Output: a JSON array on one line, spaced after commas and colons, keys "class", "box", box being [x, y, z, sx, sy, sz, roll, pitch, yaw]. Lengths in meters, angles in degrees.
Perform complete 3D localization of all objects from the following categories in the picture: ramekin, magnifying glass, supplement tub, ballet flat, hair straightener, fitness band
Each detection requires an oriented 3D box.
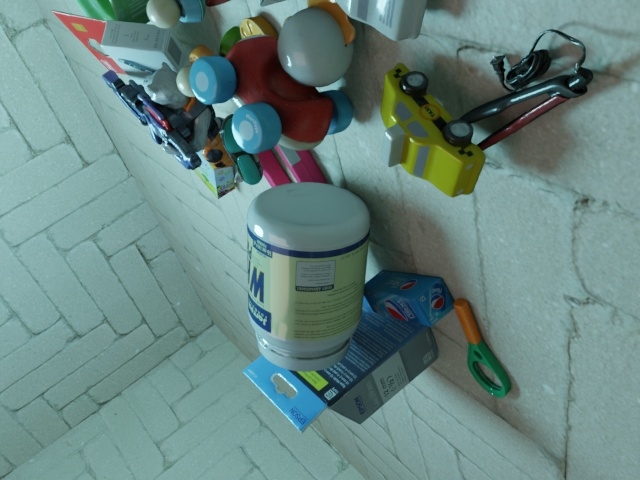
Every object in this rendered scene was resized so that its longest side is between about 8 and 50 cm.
[{"class": "ramekin", "box": [-0.465, -0.605, 1.350, 0.303, 0.148, 0.303, 45, 159, 23]}, {"class": "magnifying glass", "box": [0.297, 0.204, 1.152, 0.092, 0.026, 0.231, 21, 144, 57]}, {"class": "supplement tub", "box": [-0.028, 0.072, 1.224, 0.235, 0.236, 0.324, 34, 131, 43]}, {"class": "ballet flat", "box": [-0.174, -0.207, 1.346, 0.070, 0.070, 0.188, 37, 152, 38]}, {"class": "hair straightener", "box": [0.214, -0.168, 0.686, 0.089, 0.047, 0.230, 55, 166, -2]}, {"class": "fitness band", "box": [-0.076, -0.163, 1.352, 0.290, 0.054, 0.209, 59, 162, -12]}]

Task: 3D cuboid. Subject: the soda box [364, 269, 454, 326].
[{"class": "soda box", "box": [0.167, 0.110, 1.214, 0.067, 0.071, 0.210, 60, 159, -14]}]

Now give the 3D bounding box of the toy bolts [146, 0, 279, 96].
[{"class": "toy bolts", "box": [-0.204, -0.375, 1.126, 0.218, 0.158, 0.228, 21, 142, 56]}]

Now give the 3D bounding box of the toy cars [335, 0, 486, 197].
[{"class": "toy cars", "box": [0.082, -0.226, 0.767, 0.393, 0.087, 0.176, 68, 163, -14]}]

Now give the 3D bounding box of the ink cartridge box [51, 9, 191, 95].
[{"class": "ink cartridge box", "box": [-0.419, -0.398, 1.382, 0.261, 0.066, 0.296, 9, 172, 7]}]

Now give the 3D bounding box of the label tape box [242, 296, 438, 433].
[{"class": "label tape box", "box": [0.043, 0.270, 1.344, 0.249, 0.348, 0.115, 28, 148, 50]}]

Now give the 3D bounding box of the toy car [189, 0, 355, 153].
[{"class": "toy car", "box": [-0.035, -0.281, 0.928, 0.210, 0.219, 0.238, 49, 130, 16]}]

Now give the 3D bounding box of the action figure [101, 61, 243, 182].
[{"class": "action figure", "box": [-0.307, -0.285, 1.353, 0.341, 0.178, 0.330, 45, 174, 16]}]

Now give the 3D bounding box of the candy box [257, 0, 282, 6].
[{"class": "candy box", "box": [-0.072, -0.442, 0.809, 0.164, 0.070, 0.196, 64, 162, 12]}]

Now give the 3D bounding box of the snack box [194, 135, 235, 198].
[{"class": "snack box", "box": [-0.321, -0.243, 1.735, 0.174, 0.070, 0.207, 47, 157, 20]}]
